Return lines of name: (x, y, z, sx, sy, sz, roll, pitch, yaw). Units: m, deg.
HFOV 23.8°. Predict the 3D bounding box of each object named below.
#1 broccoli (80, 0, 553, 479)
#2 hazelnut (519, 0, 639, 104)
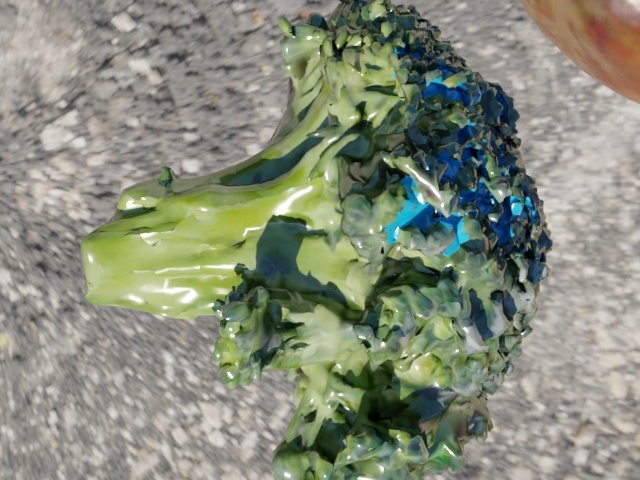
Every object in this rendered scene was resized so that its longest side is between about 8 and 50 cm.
broccoli: (0.000, 0.000, 0.526, 0.160, 0.154, 0.167, 3, 110, 4)
hazelnut: (0.395, -0.296, 1.619, 0.366, 0.366, 0.366, -1, 92, -13)
